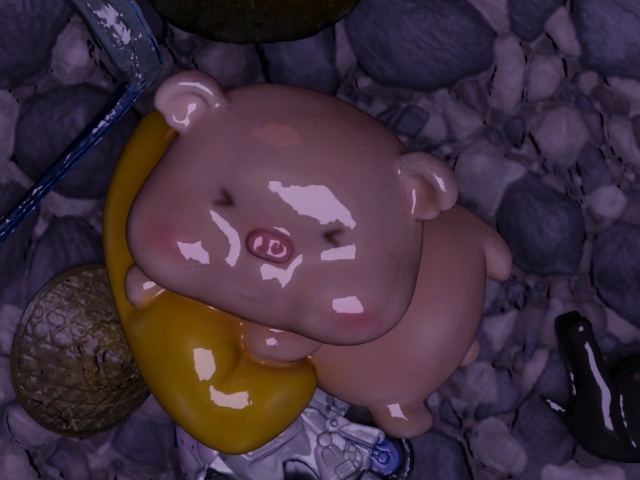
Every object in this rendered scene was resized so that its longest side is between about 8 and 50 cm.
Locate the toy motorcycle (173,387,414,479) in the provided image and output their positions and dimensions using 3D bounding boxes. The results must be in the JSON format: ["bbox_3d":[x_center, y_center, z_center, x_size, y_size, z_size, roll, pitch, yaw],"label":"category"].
[{"bbox_3d":[-0.030,0.183,1.650,0.221,0.102,0.150,30,75,-4],"label":"toy motorcycle"}]

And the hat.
[{"bbox_3d":[-0.176,0.096,1.641,0.146,0.067,0.146,-7,71,22],"label":"hat"}]

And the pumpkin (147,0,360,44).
[{"bbox_3d":[-0.052,-0.258,1.554,0.224,0.157,0.223,0,90,-1],"label":"pumpkin"}]

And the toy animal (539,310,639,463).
[{"bbox_3d":[0.312,0.106,1.700,0.245,0.114,0.146,-19,95,16],"label":"toy animal"}]

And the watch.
[{"bbox_3d":[-0.288,-0.145,1.560,0.274,0.068,0.276,-45,109,-5],"label":"watch"}]

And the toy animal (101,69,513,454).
[{"bbox_3d":[-0.002,0.019,1.524,0.345,0.247,0.277,26,57,-13],"label":"toy animal"}]
